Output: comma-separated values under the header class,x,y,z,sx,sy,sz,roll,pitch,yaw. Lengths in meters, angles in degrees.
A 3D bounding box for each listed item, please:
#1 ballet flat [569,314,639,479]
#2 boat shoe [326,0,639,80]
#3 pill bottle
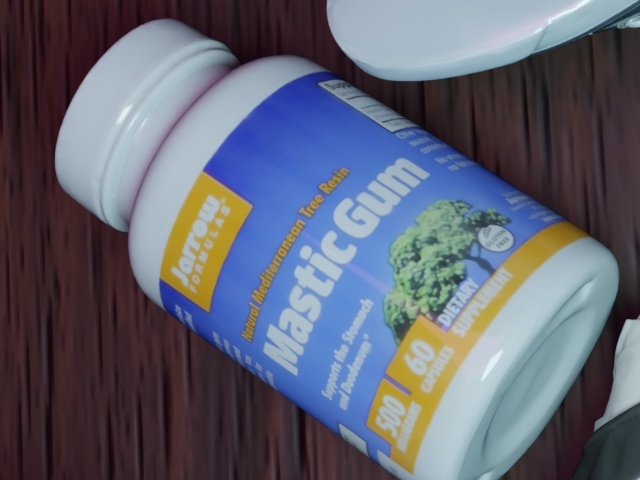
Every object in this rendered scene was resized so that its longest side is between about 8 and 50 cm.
class,x,y,z,sx,sy,sz,roll,pitch,yaw
ballet flat,0.210,0.061,0.943,0.280,0.095,0.096,-33,63,3
boat shoe,0.153,-0.150,0.976,0.301,0.102,0.108,-27,61,8
pill bottle,0.000,0.000,0.991,0.272,0.152,0.152,33,96,20
